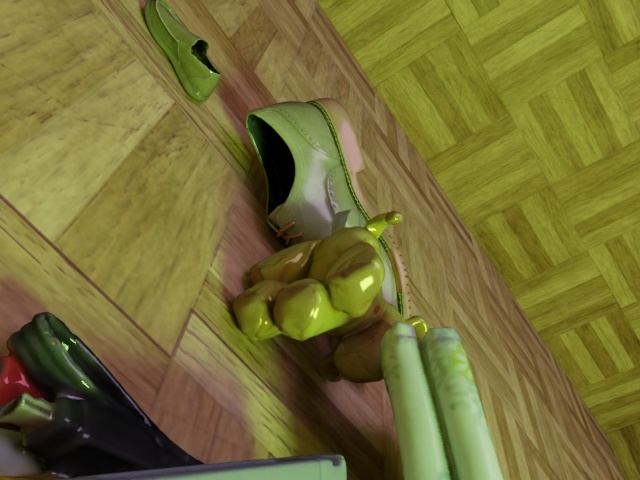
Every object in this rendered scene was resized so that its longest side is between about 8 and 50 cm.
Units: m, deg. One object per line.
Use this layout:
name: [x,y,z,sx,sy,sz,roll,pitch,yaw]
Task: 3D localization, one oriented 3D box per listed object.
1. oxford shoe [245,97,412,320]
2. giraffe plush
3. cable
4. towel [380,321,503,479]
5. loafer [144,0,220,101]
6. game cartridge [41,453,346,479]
oxford shoe: [0.000,0.000,0.795,0.146,0.140,0.397,-10,73,-36]
giraffe plush: [0.030,0.083,0.659,0.210,0.181,0.170,-48,120,-51]
cable: [-0.127,0.149,0.389,0.139,0.072,0.287,56,0,45]
towel: [0.138,0.297,0.560,0.320,0.090,0.374,64,13,-53]
loafer: [-0.174,-0.253,0.779,0.148,0.050,0.056,60,20,-2]
game cartridge: [-0.060,0.224,0.323,0.294,0.060,0.196,28,53,-57]
